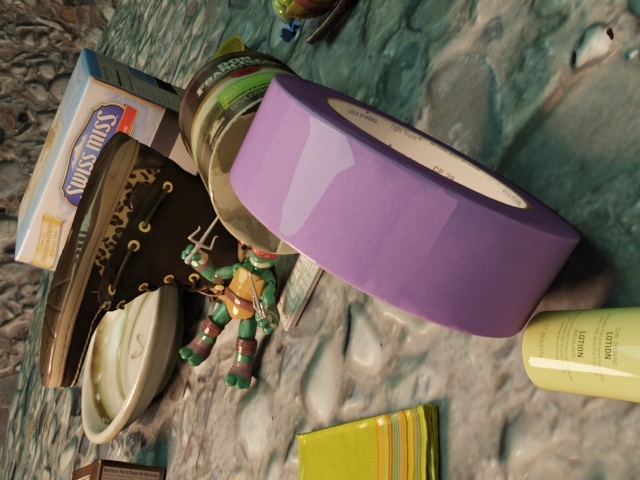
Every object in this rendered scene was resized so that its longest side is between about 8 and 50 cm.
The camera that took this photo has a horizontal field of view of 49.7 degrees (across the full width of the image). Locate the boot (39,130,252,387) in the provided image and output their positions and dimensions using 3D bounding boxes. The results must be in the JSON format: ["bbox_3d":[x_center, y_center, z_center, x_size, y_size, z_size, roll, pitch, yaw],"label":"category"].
[{"bbox_3d":[-0.242,0.057,1.045,0.138,0.284,0.378,-2,71,59],"label":"boot"}]

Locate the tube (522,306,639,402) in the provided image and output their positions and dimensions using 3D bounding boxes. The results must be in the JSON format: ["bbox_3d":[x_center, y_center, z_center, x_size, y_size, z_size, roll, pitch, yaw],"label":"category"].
[{"bbox_3d":[0.242,0.072,0.438,0.240,0.062,0.070,-7,109,54],"label":"tube"}]

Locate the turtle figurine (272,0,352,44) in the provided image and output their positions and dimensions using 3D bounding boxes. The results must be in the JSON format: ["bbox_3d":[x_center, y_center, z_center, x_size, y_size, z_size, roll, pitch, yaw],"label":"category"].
[{"bbox_3d":[-0.011,-0.457,1.028,0.266,0.197,0.275,-6,73,55],"label":"turtle figurine"}]

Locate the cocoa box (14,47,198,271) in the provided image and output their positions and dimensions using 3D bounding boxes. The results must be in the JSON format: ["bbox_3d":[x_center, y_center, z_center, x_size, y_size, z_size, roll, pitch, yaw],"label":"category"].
[{"bbox_3d":[-0.375,-0.124,1.238,0.347,0.227,0.231,-62,30,15],"label":"cocoa box"}]

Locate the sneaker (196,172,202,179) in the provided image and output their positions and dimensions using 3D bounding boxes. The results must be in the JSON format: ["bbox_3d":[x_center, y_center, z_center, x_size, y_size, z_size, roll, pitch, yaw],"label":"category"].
[{"bbox_3d":[-0.250,-0.092,1.346,0.130,0.087,0.228,39,114,53],"label":"sneaker"}]

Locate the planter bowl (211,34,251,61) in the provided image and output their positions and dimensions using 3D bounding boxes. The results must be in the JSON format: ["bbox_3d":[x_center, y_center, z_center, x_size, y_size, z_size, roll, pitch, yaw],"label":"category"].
[{"bbox_3d":[-0.153,-0.256,1.267,0.217,0.090,0.217,-36,46,48],"label":"planter bowl"}]

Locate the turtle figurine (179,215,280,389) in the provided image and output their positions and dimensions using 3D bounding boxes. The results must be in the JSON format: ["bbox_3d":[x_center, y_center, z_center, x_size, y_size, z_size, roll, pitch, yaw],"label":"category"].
[{"bbox_3d":[-0.112,0.082,0.972,0.175,0.118,0.234,31,112,31],"label":"turtle figurine"}]

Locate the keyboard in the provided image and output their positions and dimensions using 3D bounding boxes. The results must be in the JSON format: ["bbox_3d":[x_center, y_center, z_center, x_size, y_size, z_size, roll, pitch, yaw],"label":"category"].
[{"bbox_3d":[0.000,0.000,0.938,0.256,0.014,0.072,-63,30,15],"label":"keyboard"}]

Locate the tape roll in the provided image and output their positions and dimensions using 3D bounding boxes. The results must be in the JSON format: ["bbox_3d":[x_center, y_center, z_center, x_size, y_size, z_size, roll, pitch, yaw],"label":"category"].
[{"bbox_3d":[0.067,-0.036,0.572,0.090,0.274,0.275,-63,30,16],"label":"tape roll"}]

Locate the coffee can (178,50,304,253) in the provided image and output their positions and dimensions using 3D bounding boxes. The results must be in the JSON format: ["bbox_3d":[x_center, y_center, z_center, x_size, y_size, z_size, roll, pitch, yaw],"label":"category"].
[{"bbox_3d":[-0.071,-0.128,0.923,0.202,0.201,0.275,-64,27,15],"label":"coffee can"}]

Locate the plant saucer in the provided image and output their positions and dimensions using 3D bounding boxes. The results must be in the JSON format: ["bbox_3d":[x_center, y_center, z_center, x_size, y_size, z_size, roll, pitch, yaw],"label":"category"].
[{"bbox_3d":[-0.353,0.195,1.351,0.400,0.100,0.401,-35,46,47],"label":"plant saucer"}]

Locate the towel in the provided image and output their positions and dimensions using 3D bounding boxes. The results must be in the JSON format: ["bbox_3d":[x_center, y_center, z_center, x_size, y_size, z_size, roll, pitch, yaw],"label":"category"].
[{"bbox_3d":[0.039,0.240,0.730,0.237,0.021,0.102,-31,48,50],"label":"towel"}]

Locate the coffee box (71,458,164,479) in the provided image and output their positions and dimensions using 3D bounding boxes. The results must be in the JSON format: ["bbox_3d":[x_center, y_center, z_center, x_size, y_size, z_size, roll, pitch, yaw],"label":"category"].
[{"bbox_3d":[-0.362,0.534,1.156,0.168,0.118,0.297,-36,45,48],"label":"coffee box"}]

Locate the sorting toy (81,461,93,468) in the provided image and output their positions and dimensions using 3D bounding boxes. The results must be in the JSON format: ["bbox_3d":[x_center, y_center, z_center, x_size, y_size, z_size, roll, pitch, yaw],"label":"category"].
[{"bbox_3d":[-0.538,0.617,1.508,0.208,0.038,0.193,-48,37,29],"label":"sorting toy"}]
